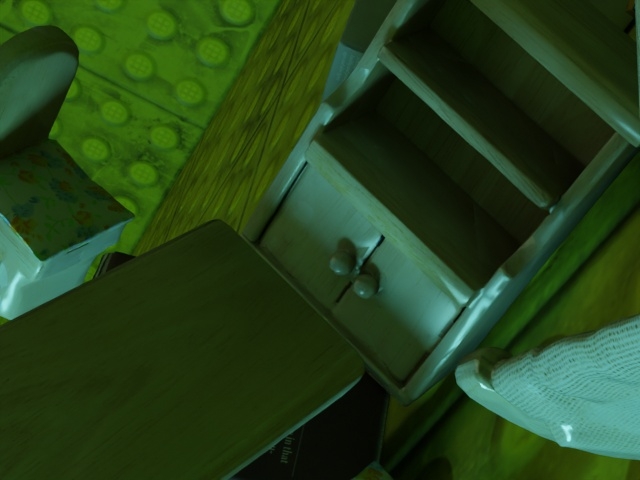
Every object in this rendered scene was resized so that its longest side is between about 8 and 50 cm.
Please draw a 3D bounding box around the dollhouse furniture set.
[{"bbox_3d":[-0.017,0.013,0.717,0.394,0.362,0.256,-30,-21,-49],"label":"dollhouse furniture set"}]

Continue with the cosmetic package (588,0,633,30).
[{"bbox_3d":[0.188,-0.257,0.925,0.296,0.129,0.153,-56,14,33],"label":"cosmetic package"}]

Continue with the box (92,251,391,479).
[{"bbox_3d":[-0.072,0.140,0.920,0.167,0.203,0.168,-77,2,-51],"label":"box"}]

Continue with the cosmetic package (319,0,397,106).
[{"bbox_3d":[0.084,-0.221,1.339,0.127,0.107,0.238,108,-176,-59],"label":"cosmetic package"}]

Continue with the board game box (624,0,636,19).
[{"bbox_3d":[0.240,-0.188,0.745,0.170,0.048,0.141,-63,10,0],"label":"board game box"}]

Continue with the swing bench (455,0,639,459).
[{"bbox_3d":[0.187,-0.054,0.406,0.253,0.165,0.255,149,141,-68],"label":"swing bench"}]
